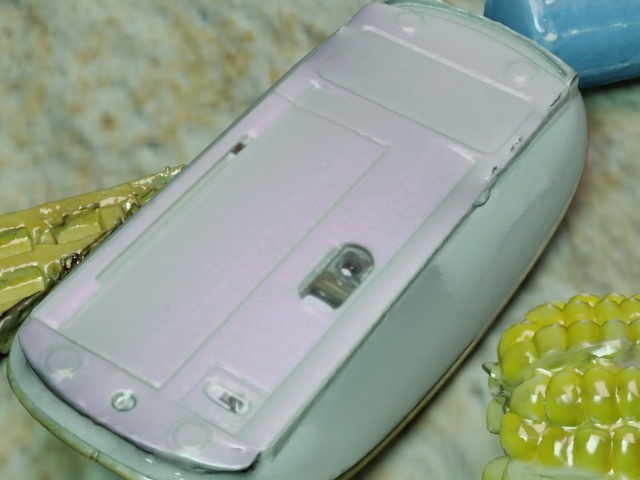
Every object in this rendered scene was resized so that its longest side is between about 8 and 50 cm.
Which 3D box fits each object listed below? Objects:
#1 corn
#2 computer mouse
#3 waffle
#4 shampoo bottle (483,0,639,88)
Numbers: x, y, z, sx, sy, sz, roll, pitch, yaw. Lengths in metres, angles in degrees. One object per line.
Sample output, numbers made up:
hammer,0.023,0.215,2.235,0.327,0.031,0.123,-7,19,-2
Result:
corn,0.169,0.063,0.457,0.244,0.093,0.093,2,45,1
computer mouse,0.000,0.000,0.541,0.126,0.056,0.245,26,50,21
waffle,-0.103,0.025,0.537,0.153,0.023,0.097,-15,49,-16
shampoo bottle,0.198,-0.106,0.648,0.258,0.061,0.104,-12,47,-12
